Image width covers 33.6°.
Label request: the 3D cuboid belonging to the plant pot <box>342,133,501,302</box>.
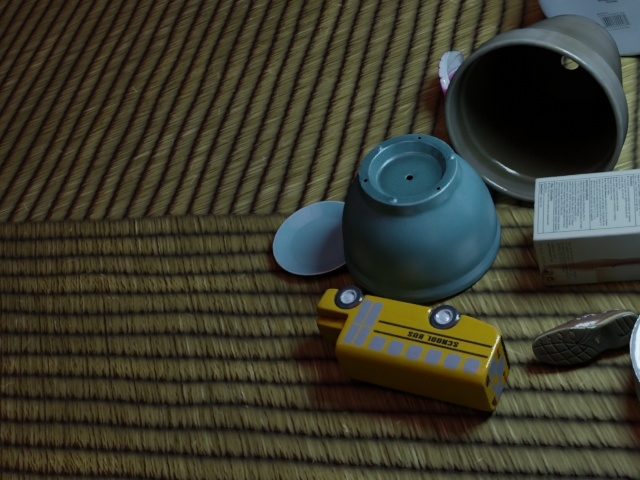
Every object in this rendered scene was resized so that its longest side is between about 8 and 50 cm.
[{"bbox_3d":[0.169,-0.064,1.889,0.293,0.196,0.293,-7,48,8],"label":"plant pot"}]

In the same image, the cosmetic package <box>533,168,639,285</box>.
[{"bbox_3d":[0.514,-0.025,1.779,0.296,0.129,0.153,-4,47,20],"label":"cosmetic package"}]

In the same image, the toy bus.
[{"bbox_3d":[0.143,0.176,1.762,0.332,0.108,0.130,10,56,28],"label":"toy bus"}]

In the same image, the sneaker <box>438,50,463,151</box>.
[{"bbox_3d":[0.302,-0.287,2.133,0.111,0.103,0.252,-11,53,7],"label":"sneaker"}]

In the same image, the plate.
[{"bbox_3d":[0.000,0.000,2.038,0.188,0.024,0.188,-11,47,12],"label":"plate"}]

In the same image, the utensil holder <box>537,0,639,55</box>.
[{"bbox_3d":[0.637,-0.613,2.129,0.327,0.328,0.385,13,56,31],"label":"utensil holder"}]

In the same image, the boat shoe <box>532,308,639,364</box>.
[{"bbox_3d":[0.427,0.153,1.708,0.178,0.064,0.060,-16,15,5],"label":"boat shoe"}]

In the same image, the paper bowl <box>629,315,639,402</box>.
[{"bbox_3d":[0.602,0.165,1.559,0.284,0.148,0.284,-11,48,13],"label":"paper bowl"}]

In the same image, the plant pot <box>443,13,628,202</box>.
[{"bbox_3d":[0.423,-0.276,1.951,0.323,0.323,0.280,6,36,27],"label":"plant pot"}]
